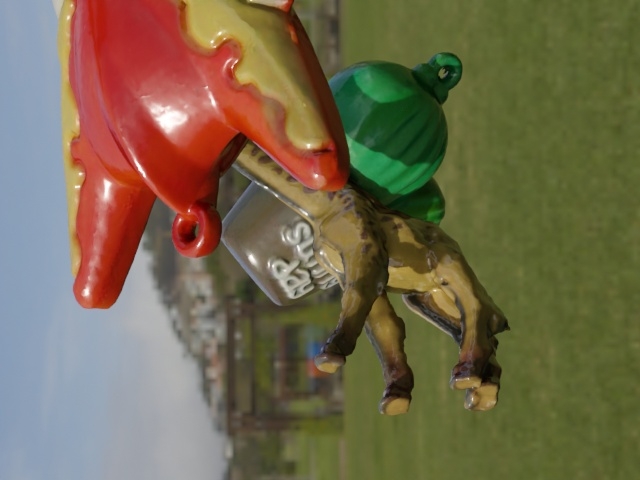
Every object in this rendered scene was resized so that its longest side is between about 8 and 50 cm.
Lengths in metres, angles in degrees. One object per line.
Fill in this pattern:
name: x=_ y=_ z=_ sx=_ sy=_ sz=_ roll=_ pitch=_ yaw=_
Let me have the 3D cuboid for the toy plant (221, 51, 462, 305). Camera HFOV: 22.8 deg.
toy plant: x=0.029 y=-0.041 z=1.067 sx=0.143 sy=0.200 sz=0.105 roll=54 pitch=175 yaw=-38

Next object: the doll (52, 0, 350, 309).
doll: x=-0.044 y=-0.074 z=0.460 sx=0.109 sy=0.057 sz=0.169 roll=-26 pitch=60 yaw=40

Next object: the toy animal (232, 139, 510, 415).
toy animal: x=0.008 y=-0.002 z=0.930 sx=0.275 sy=0.149 sz=0.054 roll=54 pitch=140 yaw=28
